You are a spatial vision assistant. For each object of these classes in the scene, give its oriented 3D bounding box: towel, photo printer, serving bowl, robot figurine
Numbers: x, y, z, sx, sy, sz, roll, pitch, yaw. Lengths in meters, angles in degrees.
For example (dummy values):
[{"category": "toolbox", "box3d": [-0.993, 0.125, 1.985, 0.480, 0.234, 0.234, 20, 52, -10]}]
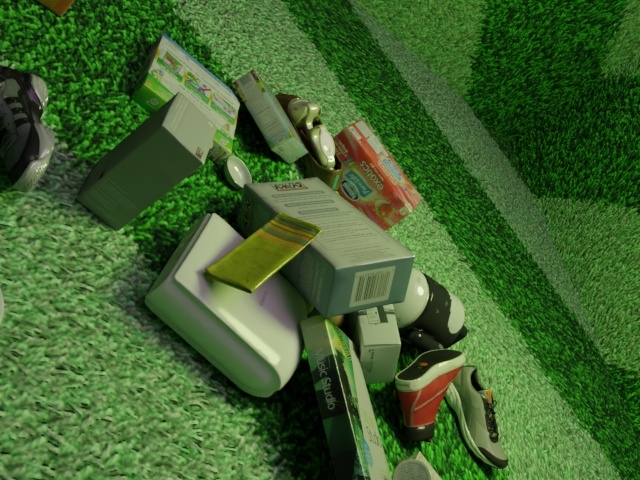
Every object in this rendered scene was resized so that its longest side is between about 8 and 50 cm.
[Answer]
[{"category": "towel", "box3d": [-0.097, 0.017, 1.324, 0.102, 0.021, 0.237, 17, 34, 25]}, {"category": "photo printer", "box3d": [-0.151, 0.124, 1.370, 0.307, 0.107, 0.256, 45, 29, -15]}, {"category": "serving bowl", "box3d": [-0.194, -0.150, 1.697, 0.083, 0.027, 0.083, 43, 32, -36]}, {"category": "robot figurine", "box3d": [0.245, 0.177, 1.860, 0.278, 0.173, 0.209, 34, -9, -34]}]

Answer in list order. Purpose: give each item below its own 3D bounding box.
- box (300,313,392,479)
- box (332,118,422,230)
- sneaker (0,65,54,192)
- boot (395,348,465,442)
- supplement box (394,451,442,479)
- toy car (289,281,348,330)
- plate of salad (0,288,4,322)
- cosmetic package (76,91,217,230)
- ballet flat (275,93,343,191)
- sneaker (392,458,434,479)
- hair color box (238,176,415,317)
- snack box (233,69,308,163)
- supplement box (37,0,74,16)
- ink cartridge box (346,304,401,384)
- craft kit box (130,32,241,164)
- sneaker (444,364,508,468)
[{"category": "box", "box3d": [0.053, 0.320, 1.401, 0.232, 0.059, 0.321, 52, 19, -62]}, {"category": "box", "box3d": [0.137, -0.181, 2.124, 0.300, 0.142, 0.154, 52, 28, -3]}, {"category": "sneaker", "box3d": [-0.519, -0.193, 1.181, 0.153, 0.101, 0.268, 25, 33, -41]}, {"category": "boot", "box3d": [0.259, 0.358, 1.701, 0.244, 0.088, 0.176, -20, 106, -47]}, {"category": "supplement box", "box3d": [0.209, 0.498, 1.548, 0.098, 0.062, 0.036, 52, 29, -2]}, {"category": "toy car", "box3d": [0.026, 0.141, 1.607, 0.188, 0.149, 0.155, 58, 11, -21]}, {"category": "plate of salad", "box3d": [-0.508, 0.072, 0.946, 0.200, 0.048, 0.199, 30, 31, -20]}, {"category": "cosmetic package", "box3d": [-0.301, -0.136, 1.294, 0.107, 0.238, 0.127, 41, 30, -24]}, {"category": "ballet flat", "box3d": [-0.024, -0.289, 2.005, 0.116, 0.124, 0.342, -11, 66, -28]}, {"category": "sneaker", "box3d": [0.181, 0.570, 1.371, 0.169, 0.108, 0.292, 59, 36, -58]}, {"category": "hair color box", "box3d": [0.000, 0.000, 1.506, 0.185, 0.113, 0.374, -8, 32, -31]}, {"category": "snack box", "box3d": [-0.125, -0.311, 1.894, 0.207, 0.070, 0.174, 59, 7, 12]}, {"category": "supplement box", "box3d": [-0.600, -0.559, 1.490, 0.233, 0.078, 0.080, 31, 35, -38]}, {"category": "ink cartridge box", "box3d": [0.113, 0.192, 1.643, 0.087, 0.153, 0.208, -2, 48, -5]}, {"category": "craft kit box", "box3d": [-0.301, -0.330, 1.717, 0.250, 0.061, 0.246, 38, 29, -27]}, {"category": "sneaker", "box3d": [0.401, 0.441, 1.864, 0.100, 0.108, 0.271, 6, 54, -57]}]
